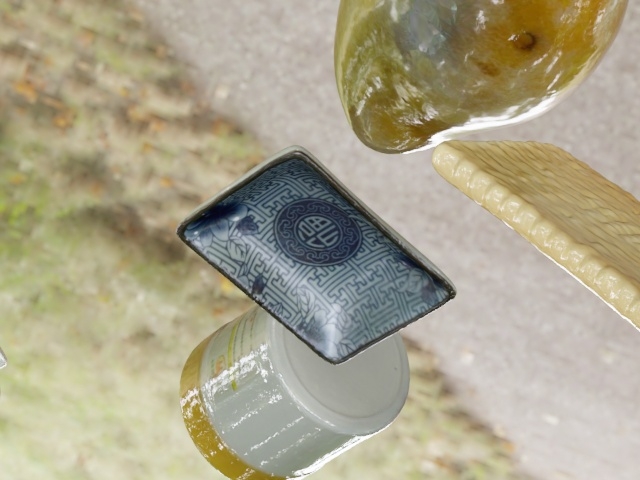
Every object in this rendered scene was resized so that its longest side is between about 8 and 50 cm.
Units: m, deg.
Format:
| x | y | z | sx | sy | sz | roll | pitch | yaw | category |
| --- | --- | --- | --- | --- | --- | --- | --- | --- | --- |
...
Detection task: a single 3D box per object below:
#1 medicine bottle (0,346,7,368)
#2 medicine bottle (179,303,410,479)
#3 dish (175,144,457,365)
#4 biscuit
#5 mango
| x | y | z | sx | sy | sz | roll | pitch | yaw | category |
| --- | --- | --- | --- | --- | --- | --- | --- | --- | --- |
| -0.445 | 0.108 | 1.650 | 0.171 | 0.201 | 0.052 | 59 | 168 | -6 | medicine bottle |
| -0.035 | 0.190 | 2.190 | 0.238 | 0.238 | 0.232 | 23 | 141 | -28 | medicine bottle |
| 0.000 | 0.000 | 1.642 | 0.182 | 0.080 | 0.243 | -32 | 118 | 32 | dish |
| 0.200 | 0.004 | 1.103 | 0.160 | 0.030 | 0.250 | -3 | -145 | -48 | biscuit |
| 0.125 | -0.192 | 1.329 | 0.221 | 0.199 | 0.384 | 51 | 147 | 9 | mango |
